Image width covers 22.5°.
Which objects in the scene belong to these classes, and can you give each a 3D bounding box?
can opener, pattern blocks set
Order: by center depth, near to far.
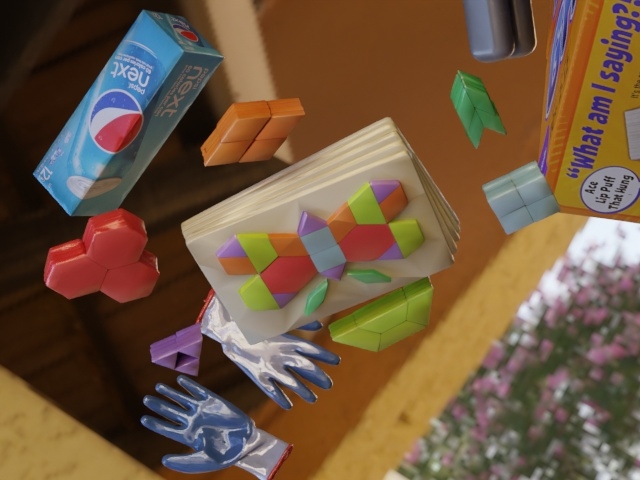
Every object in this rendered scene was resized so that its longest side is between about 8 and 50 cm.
[{"bbox_3d":[0.000,0.000,1.152,0.325,0.026,0.285,-33,-43,16],"label":"pattern blocks set"},{"bbox_3d":[0.137,-0.311,1.546,0.076,0.095,0.283,-16,-80,-47],"label":"can opener"}]

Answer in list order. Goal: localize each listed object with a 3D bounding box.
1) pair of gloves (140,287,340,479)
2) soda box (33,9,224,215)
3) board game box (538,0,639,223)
[{"bbox_3d":[-0.081,0.149,1.600,0.198,0.159,0.023,-61,-12,-9],"label":"pair of gloves"},{"bbox_3d":[-0.190,-0.122,1.586,0.210,0.067,0.071,-53,-23,20],"label":"soda box"},{"bbox_3d":[0.396,-0.243,1.387,0.356,0.356,0.356,94,-175,-56],"label":"board game box"}]
